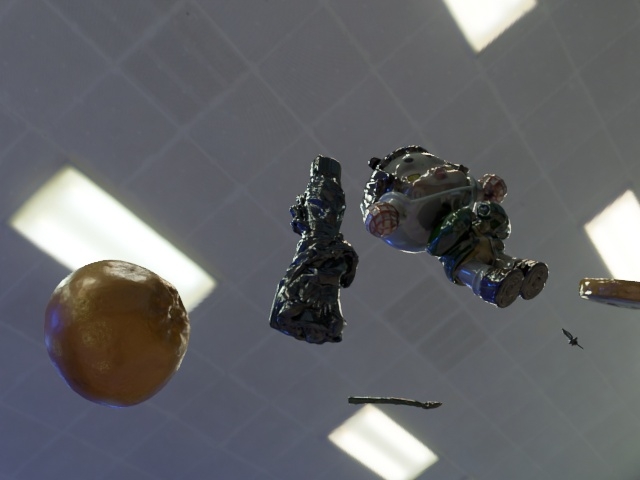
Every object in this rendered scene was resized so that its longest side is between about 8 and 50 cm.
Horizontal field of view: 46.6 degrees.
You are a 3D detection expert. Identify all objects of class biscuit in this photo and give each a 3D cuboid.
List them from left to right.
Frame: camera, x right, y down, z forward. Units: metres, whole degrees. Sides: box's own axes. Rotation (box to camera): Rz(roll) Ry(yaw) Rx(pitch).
[{"bbox_3d":[0.324,0.055,0.686,0.133,0.184,0.027,14,-98,-56],"label":"biscuit"}]

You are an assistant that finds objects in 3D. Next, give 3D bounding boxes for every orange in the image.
[{"bbox_3d":[-0.210,0.094,0.788,0.136,0.159,0.159,-22,-49,16],"label":"orange"}]

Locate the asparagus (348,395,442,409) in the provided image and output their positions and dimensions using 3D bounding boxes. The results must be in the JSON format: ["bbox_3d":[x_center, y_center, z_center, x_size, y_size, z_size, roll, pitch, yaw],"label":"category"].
[{"bbox_3d":[0.126,0.276,1.267,0.162,0.016,0.016,1,-83,16],"label":"asparagus"}]

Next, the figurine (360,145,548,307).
[{"bbox_3d":[0.199,-0.027,1.196,0.281,0.370,0.167,-15,-50,-29],"label":"figurine"}]

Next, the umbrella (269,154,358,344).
[{"bbox_3d":[0.003,0.000,0.798,0.080,0.224,0.071,17,-37,-15],"label":"umbrella"}]

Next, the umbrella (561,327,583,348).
[{"bbox_3d":[0.502,0.195,1.498,0.022,0.022,0.149,-50,-42,4],"label":"umbrella"}]
